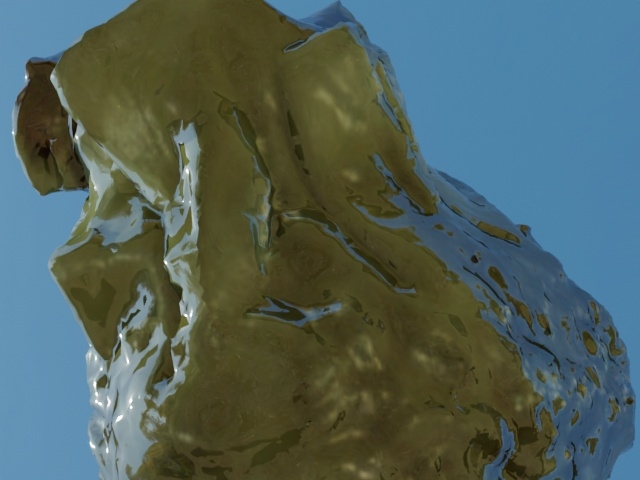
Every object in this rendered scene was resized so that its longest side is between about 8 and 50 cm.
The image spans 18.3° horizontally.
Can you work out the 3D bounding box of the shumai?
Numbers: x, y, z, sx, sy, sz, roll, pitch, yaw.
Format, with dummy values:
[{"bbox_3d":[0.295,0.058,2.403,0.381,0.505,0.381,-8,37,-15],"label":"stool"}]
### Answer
[{"bbox_3d":[0.000,0.002,0.736,0.189,0.256,0.218,-19,-82,8],"label":"shumai"}]
